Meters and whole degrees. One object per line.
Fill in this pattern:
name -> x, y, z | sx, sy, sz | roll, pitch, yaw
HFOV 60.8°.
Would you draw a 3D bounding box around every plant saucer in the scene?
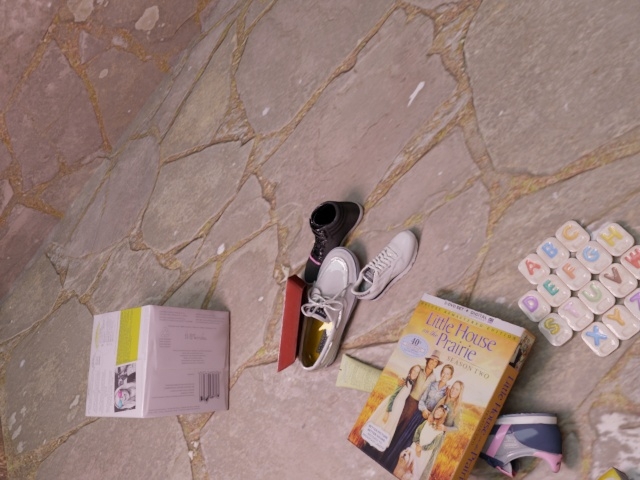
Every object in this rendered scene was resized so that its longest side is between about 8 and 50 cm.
plant saucer -> -0.078, 0.233, 1.590 | 0.048, 0.258, 0.259 | 5, 89, 2

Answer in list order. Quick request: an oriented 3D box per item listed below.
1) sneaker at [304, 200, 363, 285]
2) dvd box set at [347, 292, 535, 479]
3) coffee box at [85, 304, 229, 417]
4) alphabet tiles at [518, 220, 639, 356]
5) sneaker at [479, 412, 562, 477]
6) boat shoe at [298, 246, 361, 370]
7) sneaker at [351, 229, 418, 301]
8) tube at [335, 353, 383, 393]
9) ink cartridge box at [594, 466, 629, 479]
sneaker -> 0.000, 0.000, 1.629 | 0.104, 0.147, 0.296 | 40, 106, 36
dvd box set -> 0.269, 0.352, 1.269 | 0.307, 0.062, 0.420 | 19, 76, 53
coffee box -> -0.542, 0.412, 1.839 | 0.334, 0.337, 0.338 | -13, 71, 37
alphabet tiles -> 0.587, 0.100, 1.208 | 0.284, 0.021, 0.278 | -47, 54, 21
sneaker -> 0.378, 0.466, 1.226 | 0.319, 0.112, 0.131 | -21, 64, 35
boat shoe -> 0.007, 0.195, 1.541 | 0.136, 0.156, 0.367 | 19, 95, 21
sneaker -> 0.178, 0.070, 1.501 | 0.090, 0.095, 0.235 | 43, 105, 39
tube -> 0.139, 0.378, 1.483 | 0.240, 0.070, 0.062 | 5, 125, 44
ink cartridge box -> 0.518, 0.637, 1.001 | 0.303, 0.072, 0.307 | -49, 17, 17
